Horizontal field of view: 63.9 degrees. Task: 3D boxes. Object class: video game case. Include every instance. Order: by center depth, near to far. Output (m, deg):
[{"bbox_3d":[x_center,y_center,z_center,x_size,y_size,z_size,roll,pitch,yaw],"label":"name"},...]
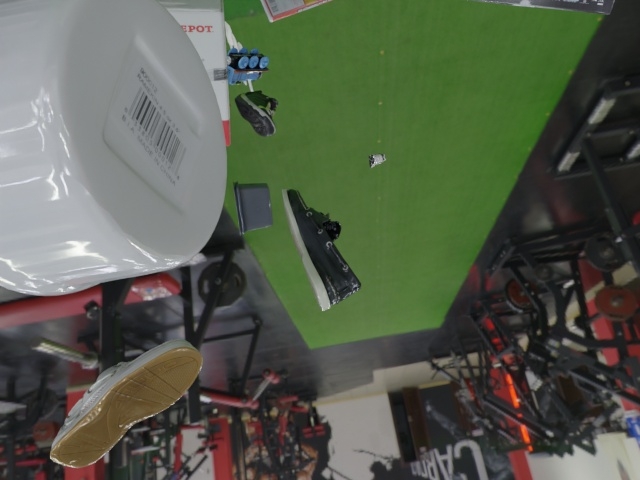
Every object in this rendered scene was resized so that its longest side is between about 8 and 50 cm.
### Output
[{"bbox_3d":[-0.058,-0.796,1.548,0.285,0.204,0.025,-22,173,-5],"label":"video game case"}]

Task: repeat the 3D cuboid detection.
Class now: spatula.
[{"bbox_3d":[-0.295,-0.661,1.883,0.019,0.168,0.242,-30,151,-12],"label":"spatula"}]

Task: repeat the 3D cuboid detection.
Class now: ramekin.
[{"bbox_3d":[-0.198,-0.092,0.466,0.135,0.277,0.277,-5,159,18],"label":"ramekin"}]

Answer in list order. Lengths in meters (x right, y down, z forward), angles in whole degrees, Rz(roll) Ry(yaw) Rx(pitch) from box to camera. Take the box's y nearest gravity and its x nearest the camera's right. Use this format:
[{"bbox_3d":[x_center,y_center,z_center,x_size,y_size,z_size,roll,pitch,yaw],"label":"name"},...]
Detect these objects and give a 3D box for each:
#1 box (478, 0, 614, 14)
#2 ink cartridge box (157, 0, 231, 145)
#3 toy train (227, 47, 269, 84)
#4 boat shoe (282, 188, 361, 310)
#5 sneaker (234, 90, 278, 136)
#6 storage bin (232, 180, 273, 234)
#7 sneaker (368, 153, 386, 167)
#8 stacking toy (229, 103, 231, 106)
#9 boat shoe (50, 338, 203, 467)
[{"bbox_3d":[0.284,-0.404,0.668,0.231,0.056,0.183,7,119,3],"label":"box"},{"bbox_3d":[-0.280,-0.328,1.001,0.197,0.114,0.273,-3,132,-10],"label":"ink cartridge box"},{"bbox_3d":[-0.249,-0.575,1.699,0.184,0.080,0.105,-25,151,-50],"label":"toy train"},{"bbox_3d":[0.000,-0.002,1.154,0.113,0.340,0.127,-18,136,-5],"label":"boat shoe"},{"bbox_3d":[-0.157,-0.360,1.387,0.097,0.234,0.084,-27,132,-11],"label":"sneaker"},{"bbox_3d":[-0.176,-0.090,1.344,0.091,0.135,0.098,-7,-161,-8],"label":"storage bin"},{"bbox_3d":[0.175,-0.249,1.592,0.044,0.040,0.109,-11,-172,-4],"label":"sneaker"},{"bbox_3d":[-0.404,-0.298,1.532,0.309,0.279,0.130,-5,-170,7],"label":"stacking toy"},{"bbox_3d":[-0.302,0.228,0.788,0.277,0.096,0.098,-37,127,6],"label":"boat shoe"}]
